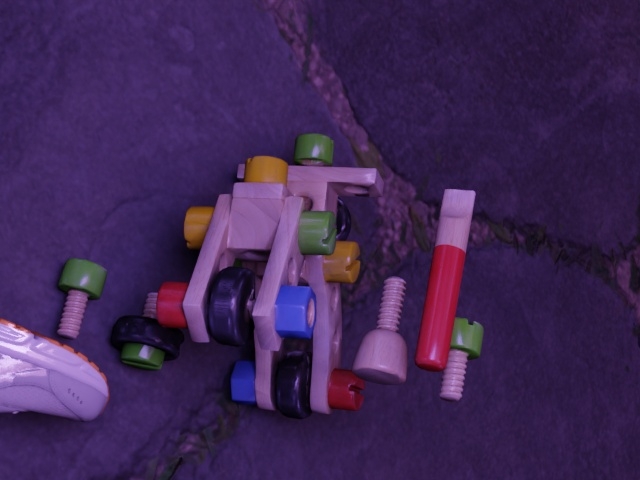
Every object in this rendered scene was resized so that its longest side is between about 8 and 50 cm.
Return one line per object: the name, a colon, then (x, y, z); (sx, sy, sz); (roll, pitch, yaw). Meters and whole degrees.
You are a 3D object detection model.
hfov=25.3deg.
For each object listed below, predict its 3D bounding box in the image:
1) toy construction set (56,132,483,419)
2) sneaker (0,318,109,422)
toy construction set: (0.000, 0.000, 1.138); (0.257, 0.309, 0.237); (33, 62, -44)
sneaker: (-0.279, 0.102, 1.018); (0.262, 0.099, 0.121); (23, 80, -30)
